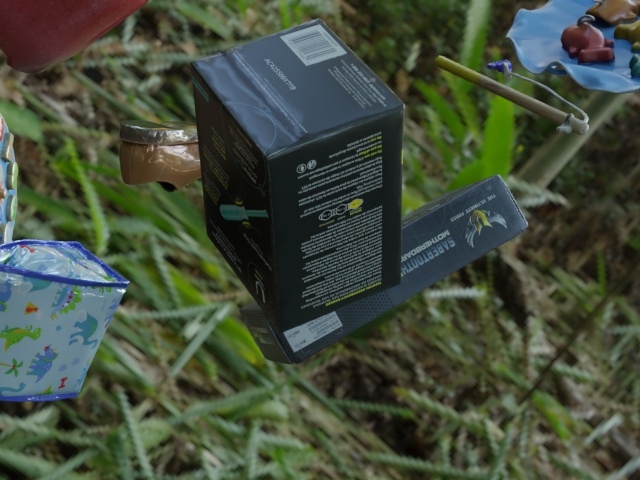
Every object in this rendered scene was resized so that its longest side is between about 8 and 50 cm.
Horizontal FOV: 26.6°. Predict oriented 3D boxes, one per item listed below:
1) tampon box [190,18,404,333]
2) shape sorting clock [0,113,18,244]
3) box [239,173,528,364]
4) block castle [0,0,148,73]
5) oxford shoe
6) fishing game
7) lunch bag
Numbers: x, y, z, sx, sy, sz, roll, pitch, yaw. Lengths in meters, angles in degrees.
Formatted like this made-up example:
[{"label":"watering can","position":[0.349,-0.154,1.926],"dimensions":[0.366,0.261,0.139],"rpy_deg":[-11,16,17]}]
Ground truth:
[{"label":"tampon box","position":[-0.015,-0.044,0.924],"dimensions":[0.101,0.161,0.120],"rpy_deg":[-21,47,-20]},{"label":"shape sorting clock","position":[-0.392,-0.057,1.604],"dimensions":[0.040,0.206,0.206],"rpy_deg":[5,18,5]},{"label":"box","position":[0.048,0.027,1.183],"dimensions":[0.059,0.232,0.183],"rpy_deg":[62,-10,-2]},{"label":"block castle","position":[-0.129,-0.304,0.536],"dimensions":[0.303,0.212,0.453],"rpy_deg":[56,19,-35]},{"label":"oxford shoe","position":[-0.150,-0.093,1.512],"dimensions":[0.076,0.076,0.212],"rpy_deg":[17,13,36]},{"label":"fishing game","position":[0.206,-0.135,0.817],"dimensions":[0.264,0.041,0.189],"rpy_deg":[-18,32,-20]},{"label":"lunch bag","position":[-0.263,0.068,1.177],"dimensions":[0.096,0.129,0.151],"rpy_deg":[32,16,29]}]
